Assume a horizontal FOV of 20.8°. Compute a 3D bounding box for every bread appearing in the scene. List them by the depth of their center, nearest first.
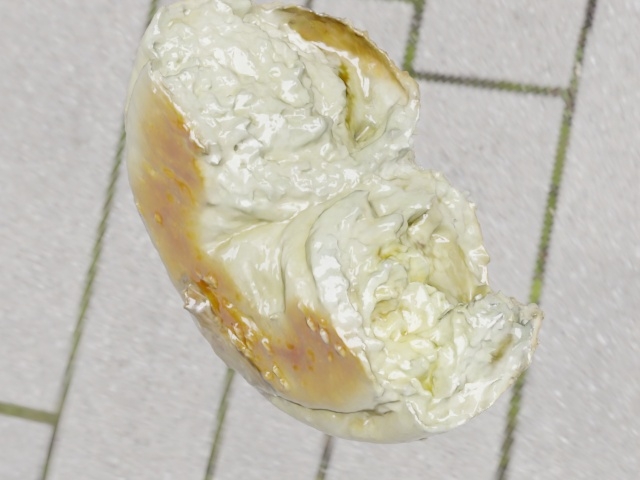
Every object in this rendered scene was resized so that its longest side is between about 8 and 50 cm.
[{"bbox_3d":[0.001,0.005,1.101,0.171,0.192,0.314,-28,68,-34],"label":"bread"}]
